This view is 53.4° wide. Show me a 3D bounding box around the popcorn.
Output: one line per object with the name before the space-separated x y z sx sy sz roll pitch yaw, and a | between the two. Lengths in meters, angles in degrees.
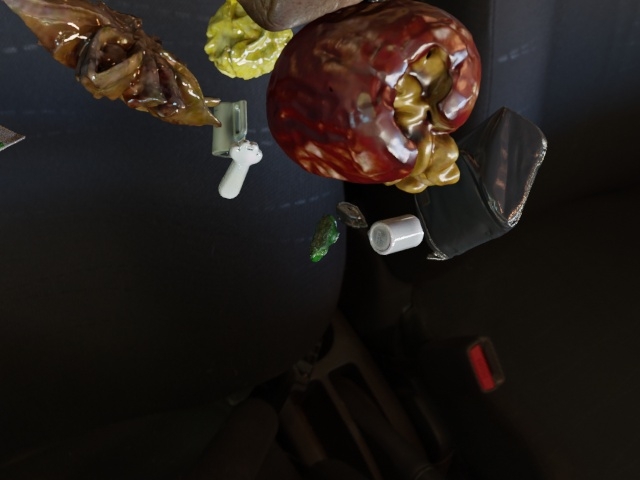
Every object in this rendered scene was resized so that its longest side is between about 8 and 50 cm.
popcorn | -0.147 -0.417 1.240 0.169 0.195 0.173 -14 19 9

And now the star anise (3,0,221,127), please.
star anise | -0.274 -0.248 0.908 0.292 0.109 0.349 48 16 -10

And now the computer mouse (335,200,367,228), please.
computer mouse | 0.090 -0.069 1.940 0.079 0.047 0.135 -4 37 -33

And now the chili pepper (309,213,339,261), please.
chili pepper | 0.000 0.000 1.647 0.059 0.088 0.227 -7 15 13

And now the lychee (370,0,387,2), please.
lychee | 0.095 -0.356 0.894 0.083 0.067 0.068 40 95 -15

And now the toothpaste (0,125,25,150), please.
toothpaste | -0.570 -0.196 0.920 0.301 0.048 0.075 29 24 13

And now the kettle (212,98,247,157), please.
kettle | -0.265 -0.324 1.850 0.098 0.127 0.147 1 86 -9

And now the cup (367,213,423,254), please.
cup | 0.207 -0.011 1.844 0.133 0.136 0.099 -14 77 -40

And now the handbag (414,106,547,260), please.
handbag | 0.320 -0.119 1.405 0.178 0.302 0.275 34 66 -10

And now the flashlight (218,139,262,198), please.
flashlight | -0.234 -0.201 1.803 0.093 0.200 0.047 11 41 -25

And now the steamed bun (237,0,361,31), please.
steamed bun | -0.024 -0.484 0.936 0.252 0.199 0.301 -29 106 -42

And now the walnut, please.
walnut | 0.067 -0.153 0.761 0.222 0.243 0.269 -31 26 -12
